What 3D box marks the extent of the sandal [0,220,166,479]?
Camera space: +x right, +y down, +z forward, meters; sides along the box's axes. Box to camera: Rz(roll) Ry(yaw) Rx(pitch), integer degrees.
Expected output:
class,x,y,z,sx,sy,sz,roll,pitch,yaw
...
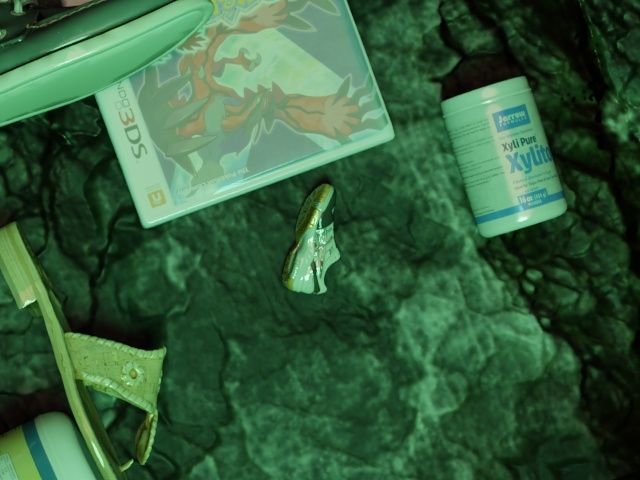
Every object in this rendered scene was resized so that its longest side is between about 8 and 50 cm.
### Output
class,x,y,z,sx,sy,sz,roll,pitch,yaw
sandal,-0.152,0.084,1.413,0.079,0.088,0.240,-27,86,-3

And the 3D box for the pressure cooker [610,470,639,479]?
class,x,y,z,sx,sy,sz,roll,pitch,yaw
pressure cooker,0.247,0.367,1.293,0.420,0.375,0.370,42,57,0

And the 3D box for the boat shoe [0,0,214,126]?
class,x,y,z,sx,sy,sz,roll,pitch,yaw
boat shoe,-0.234,-0.135,1.388,0.319,0.116,0.099,-22,82,6

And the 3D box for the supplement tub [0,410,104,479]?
class,x,y,z,sx,sy,sz,roll,pitch,yaw
supplement tub,-0.237,0.223,1.371,0.199,0.144,0.144,-27,91,-5

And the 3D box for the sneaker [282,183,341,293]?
class,x,y,z,sx,sy,sz,roll,pitch,yaw
sneaker,0.000,0.000,1.461,0.037,0.032,0.083,18,92,-19

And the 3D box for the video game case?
class,x,y,z,sx,sy,sz,roll,pitch,yaw
video game case,-0.068,-0.128,1.457,0.201,0.023,0.183,-20,91,-6

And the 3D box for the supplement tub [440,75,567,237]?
class,x,y,z,sx,sy,sz,roll,pitch,yaw
supplement tub,0.136,-0.062,1.452,0.071,0.071,0.107,-18,91,-6
